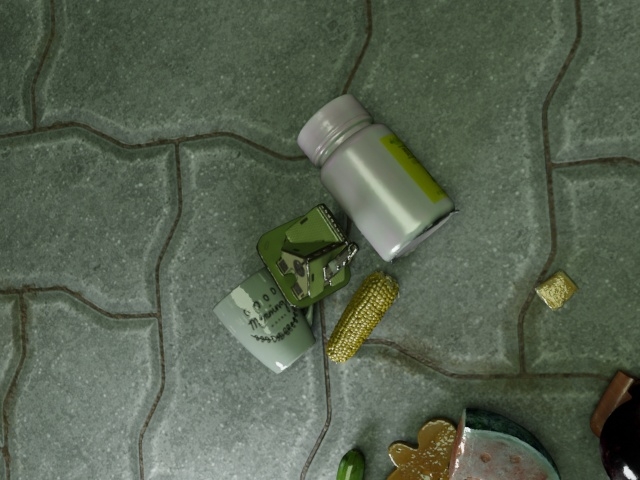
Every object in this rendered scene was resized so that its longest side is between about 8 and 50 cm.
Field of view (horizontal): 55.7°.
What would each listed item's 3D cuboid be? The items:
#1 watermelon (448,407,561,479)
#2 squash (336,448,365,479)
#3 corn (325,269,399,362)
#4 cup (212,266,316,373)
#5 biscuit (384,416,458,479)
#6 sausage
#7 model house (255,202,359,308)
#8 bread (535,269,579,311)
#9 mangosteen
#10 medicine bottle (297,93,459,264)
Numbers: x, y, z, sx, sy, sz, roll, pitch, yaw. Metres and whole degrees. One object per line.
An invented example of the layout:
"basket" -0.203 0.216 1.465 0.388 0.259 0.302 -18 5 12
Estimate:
"watermelon" 0.412 0.512 1.395 0.226 0.148 0.318 -39 99 17
"squash" 0.070 0.639 1.534 0.068 0.077 0.219 8 94 26
"corn" 0.102 0.192 1.518 0.091 0.091 0.260 36 101 23
"cup" -0.104 0.184 1.555 0.258 0.186 0.234 -40 87 -14
"biscuit" 0.249 0.570 1.491 0.196 0.049 0.302 27 98 9
"sausage" 0.658 0.377 1.358 0.065 0.065 0.170 28 99 16
"model house" 0.000 0.000 1.429 0.204 0.279 0.218 -28 78 -29
"bread" 0.548 0.114 1.405 0.083 0.035 0.070 -44 78 6
"mangosteen" 0.724 0.412 1.237 0.274 0.275 0.302 26 59 16
"medicine bottle" 0.128 -0.147 1.444 0.213 0.213 0.379 -42 79 13
